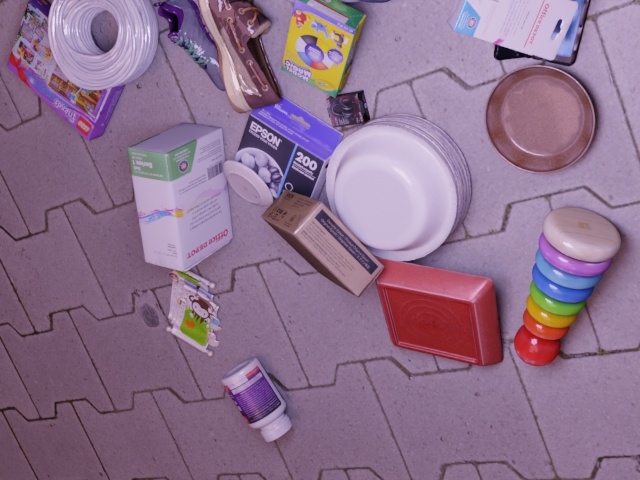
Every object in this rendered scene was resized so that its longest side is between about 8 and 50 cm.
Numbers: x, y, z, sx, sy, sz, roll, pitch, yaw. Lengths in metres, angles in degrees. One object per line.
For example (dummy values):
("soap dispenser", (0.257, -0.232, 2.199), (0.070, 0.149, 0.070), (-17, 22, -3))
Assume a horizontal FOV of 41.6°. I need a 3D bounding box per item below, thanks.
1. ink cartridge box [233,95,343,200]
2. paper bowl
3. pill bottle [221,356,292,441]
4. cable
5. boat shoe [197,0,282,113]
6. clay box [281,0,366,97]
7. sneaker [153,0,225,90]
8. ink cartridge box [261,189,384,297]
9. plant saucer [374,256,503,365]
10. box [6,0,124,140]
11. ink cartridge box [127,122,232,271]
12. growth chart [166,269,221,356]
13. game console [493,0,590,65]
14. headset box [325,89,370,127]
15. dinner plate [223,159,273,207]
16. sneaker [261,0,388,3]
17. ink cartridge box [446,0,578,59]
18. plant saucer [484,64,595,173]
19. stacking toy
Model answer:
("ink cartridge box", (-0.075, -0.189, 1.805), (0.206, 0.045, 0.208), (33, 125, 15))
("paper bowl", (0.140, -0.094, 1.655), (0.284, 0.148, 0.284), (13, 119, 25))
("pill bottle", (-0.153, 0.397, 2.091), (0.108, 0.108, 0.193), (-29, 95, 37))
("cable", (-0.483, -0.463, 1.859), (0.257, 0.089, 0.257), (-42, 86, 22))
("boat shoe", (-0.155, -0.431, 1.703), (0.123, 0.123, 0.342), (-7, 109, 19))
("clay box", (0.000, -0.366, 1.614), (0.127, 0.053, 0.222), (28, 148, 6))
("sneaker", (-0.270, -0.409, 1.778), (0.083, 0.098, 0.224), (-21, 98, 53))
("ink cartridge box", (0.000, 0.000, 1.711), (0.193, 0.088, 0.234), (44, 173, -22))
("plant saucer", (0.233, 0.158, 1.723), (0.258, 0.048, 0.259), (10, 138, 27))
("box", (-0.609, -0.409, 2.018), (0.293, 0.057, 0.201), (42, 126, 8))
("ink cartridge box", (-0.308, -0.100, 1.890), (0.117, 0.201, 0.278), (11, 118, 28))
("growth chart", (-0.325, 0.177, 2.148), (0.172, 0.021, 0.237), (21, 122, 21))
("game console", (0.373, -0.368, 1.423), (0.085, 0.124, 0.144), (38, 131, 45))
("headset box", (0.052, -0.264, 1.699), (0.083, 0.032, 0.062), (-4, 110, 31))
("dinner plate", (-0.165, -0.120, 1.869), (0.141, 0.017, 0.141), (31, 155, 16))
("sneaker", (0.008, -0.485, 1.593), (0.319, 0.112, 0.131), (22, 143, 21))
("ink cartridge box", (0.311, -0.372, 1.372), (0.181, 0.061, 0.104), (15, 116, -12))
("plant saucer", (0.394, -0.218, 1.509), (0.198, 0.036, 0.199), (13, 118, 25))
("stacking toy", (0.439, 0.105, 1.583), (0.141, 0.141, 0.330), (26, 128, 19))
